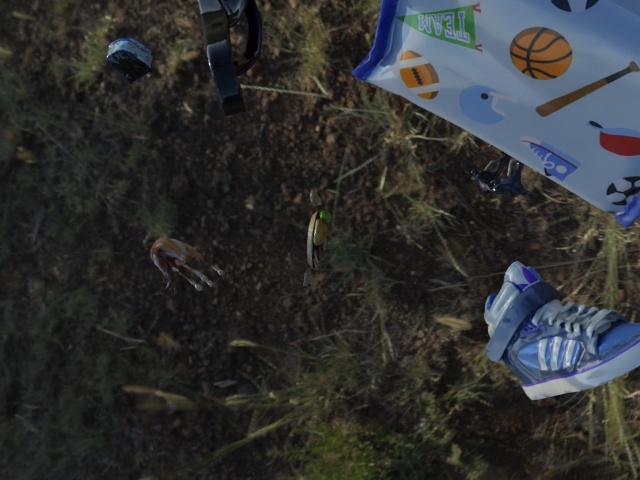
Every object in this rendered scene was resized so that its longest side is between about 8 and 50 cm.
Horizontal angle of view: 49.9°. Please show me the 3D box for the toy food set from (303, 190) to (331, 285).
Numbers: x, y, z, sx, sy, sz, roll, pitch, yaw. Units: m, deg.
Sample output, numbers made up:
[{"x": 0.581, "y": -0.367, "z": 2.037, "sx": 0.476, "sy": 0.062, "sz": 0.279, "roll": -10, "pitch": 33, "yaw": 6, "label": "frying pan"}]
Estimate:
[{"x": 0.000, "y": 0.000, "z": 1.418, "sx": 0.038, "sy": 0.132, "sz": 0.192, "roll": 5, "pitch": 87, "yaw": 9, "label": "toy food set"}]

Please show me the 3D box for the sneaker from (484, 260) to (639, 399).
[{"x": 0.409, "y": 0.131, "z": 1.185, "sx": 0.236, "sy": 0.130, "sz": 0.323, "roll": 63, "pitch": 148, "yaw": 11, "label": "sneaker"}]

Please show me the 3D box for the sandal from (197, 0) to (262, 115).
[{"x": -0.155, "y": -0.377, "z": 1.258, "sx": 0.107, "sy": 0.167, "sz": 0.445, "roll": -14, "pitch": 46, "yaw": -2, "label": "sandal"}]

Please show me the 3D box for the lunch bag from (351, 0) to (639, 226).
[{"x": 0.262, "y": -0.260, "z": 0.704, "sx": 0.328, "sy": 0.385, "sz": 0.239, "roll": 29, "pitch": 150, "yaw": 1, "label": "lunch bag"}]

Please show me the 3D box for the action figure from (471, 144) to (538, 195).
[{"x": 0.370, "y": -0.223, "z": 1.308, "sx": 0.164, "sy": 0.141, "sz": 0.275, "roll": -172, "pitch": 88, "yaw": -67, "label": "action figure"}]

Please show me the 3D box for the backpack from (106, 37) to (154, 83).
[{"x": -0.539, "y": -0.518, "z": 1.939, "sx": 0.105, "sy": 0.114, "sz": 0.084, "roll": -16, "pitch": 59, "yaw": 30, "label": "backpack"}]

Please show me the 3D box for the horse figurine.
[{"x": -0.311, "y": 0.043, "z": 1.514, "sx": 0.174, "sy": 0.263, "sz": 0.066, "roll": 36, "pitch": 96, "yaw": 3, "label": "horse figurine"}]
